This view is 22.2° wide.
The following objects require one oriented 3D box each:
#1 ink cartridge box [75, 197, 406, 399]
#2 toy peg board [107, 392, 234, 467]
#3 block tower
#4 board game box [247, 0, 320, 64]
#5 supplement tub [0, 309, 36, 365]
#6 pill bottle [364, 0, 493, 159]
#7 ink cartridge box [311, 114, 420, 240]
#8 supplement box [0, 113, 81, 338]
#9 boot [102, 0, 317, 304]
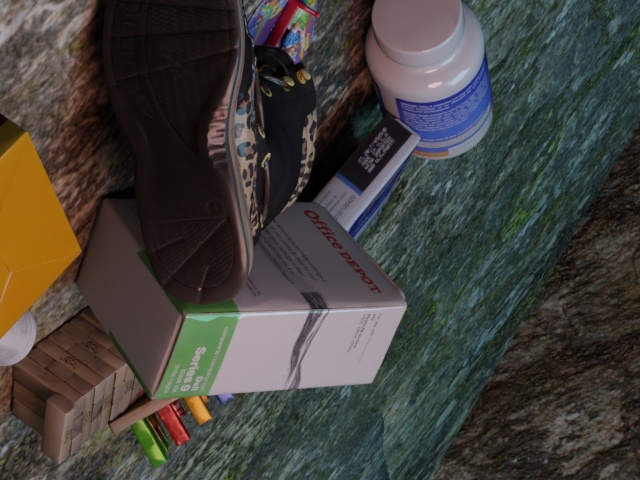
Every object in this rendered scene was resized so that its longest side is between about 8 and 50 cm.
[{"bbox_3d":[-0.085,0.059,1.764,0.289,0.211,0.122,0,124,-36],"label":"ink cartridge box"},{"bbox_3d":[-0.164,0.189,1.924,0.160,0.079,0.161,-29,-167,-2],"label":"toy peg board"},{"bbox_3d":[-0.214,0.111,1.866,0.335,0.097,0.091,-41,154,-41],"label":"block tower"},{"bbox_3d":[-0.034,-0.227,1.858,0.133,0.033,0.169,-42,155,-34],"label":"board game box"},{"bbox_3d":[-0.331,0.082,1.589,0.071,0.071,0.107,-56,160,-2],"label":"supplement tub"},{"bbox_3d":[0.138,-0.224,2.078,0.152,0.152,0.272,-52,160,-13],"label":"pill bottle"},{"bbox_3d":[0.000,0.000,2.182,0.304,0.072,0.307,-52,177,-16],"label":"ink cartridge box"},{"bbox_3d":[-0.317,-0.039,1.265,0.129,0.194,0.191,-49,158,-19],"label":"supplement box"},{"bbox_3d":[-0.097,-0.154,1.644,0.284,0.138,0.378,-50,135,-68],"label":"boot"}]
